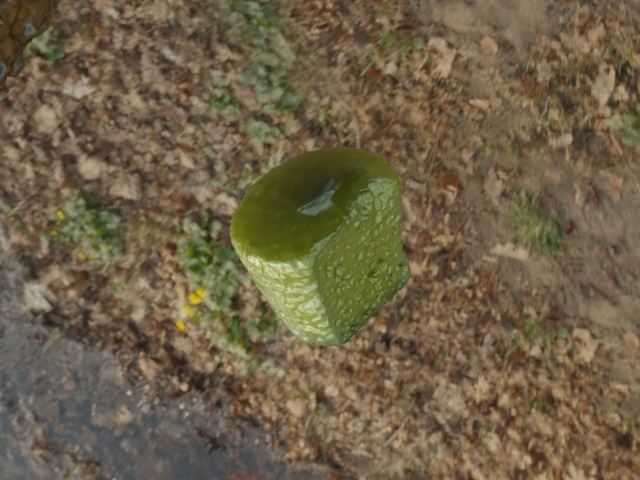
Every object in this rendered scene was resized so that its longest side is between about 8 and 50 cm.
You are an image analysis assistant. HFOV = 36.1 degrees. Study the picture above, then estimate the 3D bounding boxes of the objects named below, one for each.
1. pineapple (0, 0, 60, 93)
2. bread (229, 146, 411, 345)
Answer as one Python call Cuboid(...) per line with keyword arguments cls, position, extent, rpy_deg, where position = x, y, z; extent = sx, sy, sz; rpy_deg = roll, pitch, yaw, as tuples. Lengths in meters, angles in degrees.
Cuboid(cls="pineapple", position=(-0.161, -0.060, 0.343), extent=(0.108, 0.197, 0.108), rpy_deg=(18, 159, 7))
Cuboid(cls="bread", position=(0.000, 0.000, 0.725), extent=(0.111, 0.129, 0.114), rpy_deg=(26, 146, 45))
